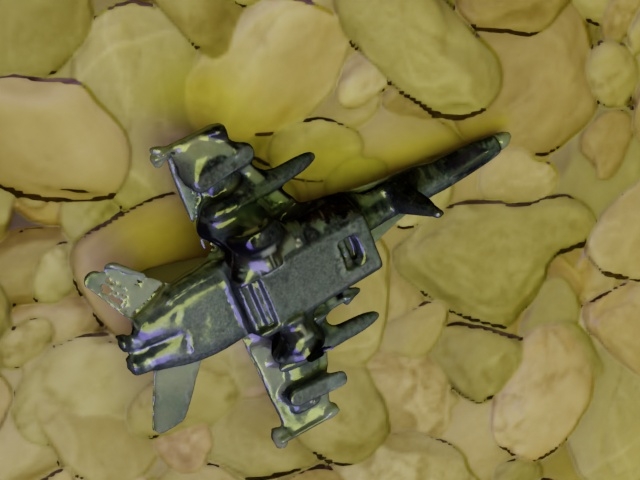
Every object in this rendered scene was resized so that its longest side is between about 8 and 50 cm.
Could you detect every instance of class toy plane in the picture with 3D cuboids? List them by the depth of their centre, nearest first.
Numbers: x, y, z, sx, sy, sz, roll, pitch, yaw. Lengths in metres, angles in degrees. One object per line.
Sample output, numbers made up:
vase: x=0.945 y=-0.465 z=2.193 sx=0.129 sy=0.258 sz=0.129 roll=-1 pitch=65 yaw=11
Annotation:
toy plane: x=0.004 y=0.003 z=0.976 sx=0.262 sy=0.088 sz=0.192 roll=-27 pitch=112 yaw=-9
